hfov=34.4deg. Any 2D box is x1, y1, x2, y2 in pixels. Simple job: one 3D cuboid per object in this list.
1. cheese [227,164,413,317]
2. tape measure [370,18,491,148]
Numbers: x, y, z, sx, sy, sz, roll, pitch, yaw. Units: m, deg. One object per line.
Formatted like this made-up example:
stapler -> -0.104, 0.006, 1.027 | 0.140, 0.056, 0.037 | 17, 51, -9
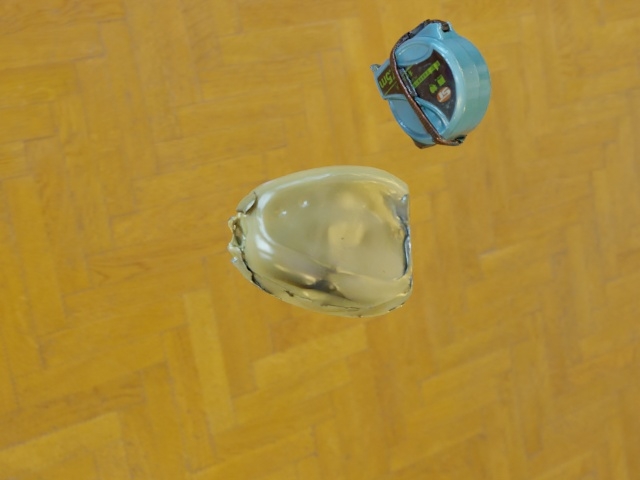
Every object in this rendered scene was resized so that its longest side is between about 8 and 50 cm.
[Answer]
cheese -> 0.000, 0.000, 1.708 | 0.316, 0.128, 0.260 | 1, 69, -19
tape measure -> 0.132, -0.180, 1.197 | 0.081, 0.125, 0.146 | -18, 77, -40
